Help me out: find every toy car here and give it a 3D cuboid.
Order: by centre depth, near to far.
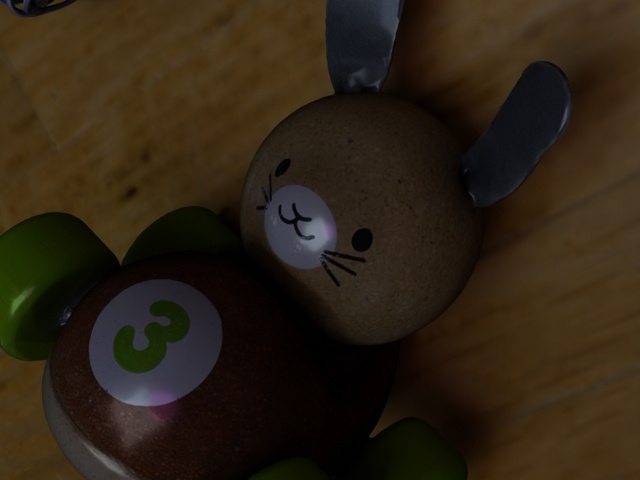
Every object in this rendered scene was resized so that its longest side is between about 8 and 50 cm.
[{"bbox_3d":[0.000,0.000,0.423,0.155,0.149,0.188,43,114,24],"label":"toy car"}]

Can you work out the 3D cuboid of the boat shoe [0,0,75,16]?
[{"bbox_3d":[-0.113,-0.123,0.482,0.183,0.066,0.066,-23,97,36],"label":"boat shoe"}]
